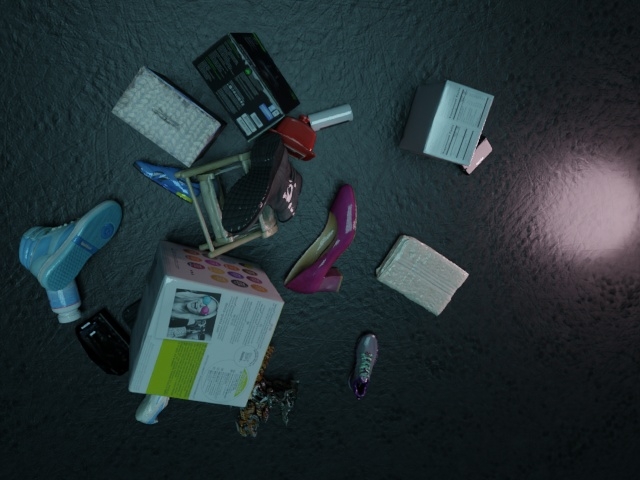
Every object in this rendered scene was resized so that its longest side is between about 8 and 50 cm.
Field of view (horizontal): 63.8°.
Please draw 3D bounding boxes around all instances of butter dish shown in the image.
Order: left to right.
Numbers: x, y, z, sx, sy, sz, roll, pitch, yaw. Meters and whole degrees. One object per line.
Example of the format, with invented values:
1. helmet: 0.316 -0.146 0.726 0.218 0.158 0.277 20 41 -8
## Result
1. butter dish: -0.073 -0.320 1.536 0.160 0.160 0.118 29 87 -12

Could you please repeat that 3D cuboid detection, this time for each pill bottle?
1. pill bottle: -0.796 0.169 1.595 0.087 0.087 0.160 -10 104 -4

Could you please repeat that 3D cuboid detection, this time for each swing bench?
1. swing bench: -0.262 -0.116 1.521 0.254 0.165 0.253 -21 105 -19

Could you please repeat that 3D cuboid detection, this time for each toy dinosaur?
1. toy dinosaur: -0.195 0.521 1.725 0.218 0.164 0.322 13 124 7

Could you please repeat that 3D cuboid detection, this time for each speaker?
1. speaker: 0.029 -0.377 1.579 0.136 0.055 0.055 -17 105 -3

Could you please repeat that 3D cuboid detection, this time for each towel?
1. towel: 0.339 0.116 1.737 0.282 0.049 0.187 32 99 -14

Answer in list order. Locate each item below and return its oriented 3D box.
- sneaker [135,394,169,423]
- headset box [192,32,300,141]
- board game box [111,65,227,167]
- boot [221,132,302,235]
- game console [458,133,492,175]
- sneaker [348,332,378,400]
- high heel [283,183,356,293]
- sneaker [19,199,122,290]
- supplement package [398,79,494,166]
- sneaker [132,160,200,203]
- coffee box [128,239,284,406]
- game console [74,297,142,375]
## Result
1. sneaker: -0.530 0.502 1.716 0.086 0.085 0.237 26 96 -38
2. headset box: -0.191 -0.434 1.432 0.131 0.283 0.246 -31 104 17
3. board game box: -0.399 -0.337 1.417 0.232 0.291 0.141 36 97 -13
4. boot: -0.139 -0.113 1.442 0.118 0.338 0.223 8 149 27
5. game console: 0.481 -0.294 1.674 0.122 0.071 0.107 -47 134 6
6. sneaker: 0.157 0.432 1.762 0.083 0.098 0.224 9 102 -9
7. high heel: 0.000 0.000 1.622 0.181 0.127 0.377 4 106 -18
8. sneaker: -0.764 -0.024 1.538 0.208 0.127 0.319 26 66 23
9. supplement package: 0.358 -0.344 1.517 0.145 0.262 0.204 15 101 -10
10. sneaker: -0.461 -0.196 1.563 0.209 0.069 0.082 31 86 -13
11. coffee box: -0.345 0.234 1.505 0.334 0.337 0.338 16 101 -23
12. game console: -0.598 0.280 1.669 0.361 0.044 0.213 -33 106 2
